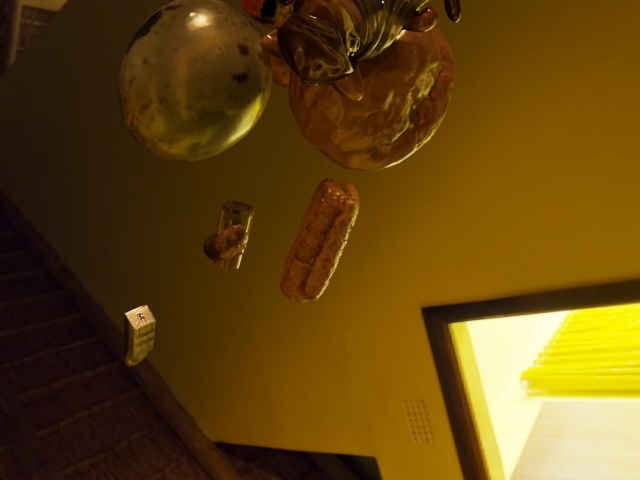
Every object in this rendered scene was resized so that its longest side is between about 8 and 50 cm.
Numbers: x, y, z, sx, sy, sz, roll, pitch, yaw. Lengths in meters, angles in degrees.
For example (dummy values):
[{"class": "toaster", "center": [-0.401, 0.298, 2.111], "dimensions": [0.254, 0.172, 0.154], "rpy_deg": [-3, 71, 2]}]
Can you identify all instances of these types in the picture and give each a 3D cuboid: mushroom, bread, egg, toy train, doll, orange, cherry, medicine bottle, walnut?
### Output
[{"class": "mushroom", "center": [-0.244, 0.011, 1.233], "dimensions": [0.094, 0.209, 0.072], "rpy_deg": [-32, -80, -29]}, {"class": "bread", "center": [0.000, 0.000, 0.829], "dimensions": [0.083, 0.211, 0.114], "rpy_deg": [21, -163, -5]}, {"class": "egg", "center": [-0.305, -0.383, 1.202], "dimensions": [0.345, 0.345, 0.428], "rpy_deg": [41, -114, -35]}, {"class": "toy train", "center": [-0.397, 0.226, 1.072], "dimensions": [0.052, 0.234, 0.051], "rpy_deg": [-22, -119, -36]}, {"class": "doll", "center": [0.062, -0.419, 0.829], "dimensions": [0.318, 0.209, 0.340], "rpy_deg": [42, -101, -4]}, {"class": "orange", "center": [-0.128, -0.694, 1.321], "dimensions": [0.182, 0.234, 0.235], "rpy_deg": [-19, -86, -32]}, {"class": "cherry", "center": [-0.092, -0.638, 1.671], "dimensions": [0.206, 0.239, 0.239], "rpy_deg": [39, -132, -13]}, {"class": "medicine bottle", "center": [-0.261, -0.015, 1.458], "dimensions": [0.119, 0.094, 0.188], "rpy_deg": [-88, 13, -75]}, {"class": "walnut", "center": [0.107, -0.352, 1.119], "dimensions": [0.383, 0.383, 0.384], "rpy_deg": [19, -116, -46]}]
